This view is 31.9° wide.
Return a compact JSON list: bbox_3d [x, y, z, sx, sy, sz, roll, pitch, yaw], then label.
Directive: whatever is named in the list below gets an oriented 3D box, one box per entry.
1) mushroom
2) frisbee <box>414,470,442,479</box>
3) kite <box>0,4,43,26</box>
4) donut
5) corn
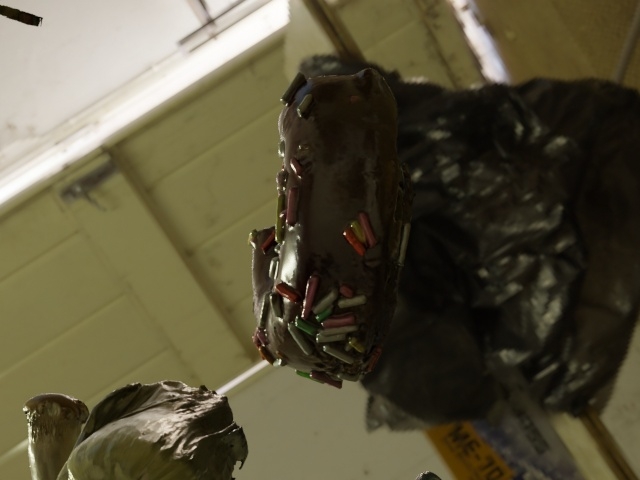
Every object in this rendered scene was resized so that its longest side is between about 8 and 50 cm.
[{"bbox_3d":[-0.303,0.284,1.326,0.084,0.071,0.209,37,-137,-78],"label":"mushroom"},{"bbox_3d":[0.164,0.434,1.408,0.289,0.049,0.289,60,-165,-28],"label":"frisbee"},{"bbox_3d":[-0.307,-0.252,0.945,0.285,0.015,0.152,2,-90,-72],"label":"kite"},{"bbox_3d":[0.001,0.015,1.188,0.345,0.136,0.259,105,167,-50],"label":"donut"},{"bbox_3d":[-0.143,0.199,1.000,0.305,0.123,0.122,-54,-45,-83],"label":"corn"}]
